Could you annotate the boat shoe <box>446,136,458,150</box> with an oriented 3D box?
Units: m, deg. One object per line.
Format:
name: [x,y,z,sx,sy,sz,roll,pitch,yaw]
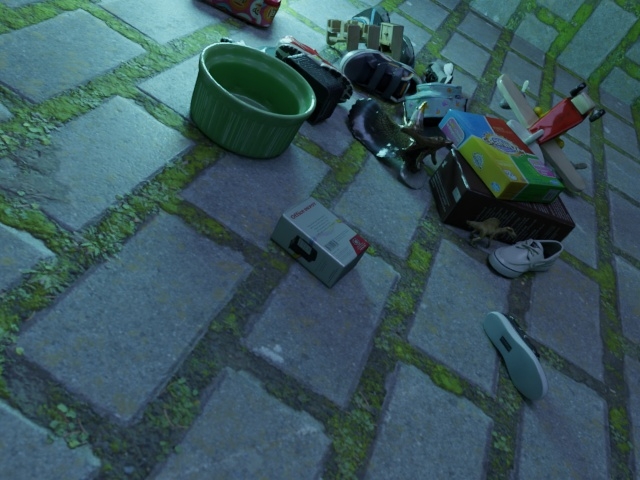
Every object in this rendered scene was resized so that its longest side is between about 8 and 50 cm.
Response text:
boat shoe: [0.561,-0.295,2.094,0.319,0.116,0.099,20,-5,-5]

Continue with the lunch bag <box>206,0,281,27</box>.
lunch bag: [-0.273,-0.854,2.100,0.293,0.120,0.258,22,34,-15]

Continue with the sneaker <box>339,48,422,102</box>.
sneaker: [0.221,-0.550,2.090,0.321,0.126,0.128,3,44,-33]

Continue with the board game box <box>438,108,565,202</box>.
board game box: [0.513,-0.241,1.772,0.242,0.064,0.317,1,46,-35]

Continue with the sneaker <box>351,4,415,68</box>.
sneaker: [0.239,-0.752,2.370,0.139,0.125,0.341,-22,61,-16]

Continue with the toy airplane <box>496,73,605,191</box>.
toy airplane: [0.796,-0.386,2.246,0.384,0.272,0.386,12,77,-9]

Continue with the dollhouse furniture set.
dollhouse furniture set: [0.154,-0.675,2.168,0.241,0.161,0.212,-5,25,-19]

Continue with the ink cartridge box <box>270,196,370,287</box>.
ink cartridge box: [0.000,0.000,1.349,0.175,0.072,0.127,40,38,11]

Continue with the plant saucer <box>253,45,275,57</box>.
plant saucer: [-0.130,-0.550,1.914,0.194,0.037,0.195,19,39,-16]

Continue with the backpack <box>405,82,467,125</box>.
backpack: [0.372,-0.445,2.043,0.188,0.145,0.165,-13,15,-32]

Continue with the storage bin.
storage bin: [-0.038,-0.435,1.776,0.180,0.122,0.084,42,38,13]

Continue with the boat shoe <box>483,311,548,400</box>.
boat shoe: [0.449,0.253,1.387,0.076,0.080,0.229,5,37,-29]

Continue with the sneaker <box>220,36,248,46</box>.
sneaker: [-0.256,-0.589,1.871,0.098,0.038,0.069,28,34,-22]

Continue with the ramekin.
ramekin: [-0.177,-0.344,1.552,0.303,0.148,0.303,19,38,-16]

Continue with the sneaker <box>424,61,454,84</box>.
sneaker: [0.441,-0.601,2.344,0.107,0.100,0.272,15,34,1]

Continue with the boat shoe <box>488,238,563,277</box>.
boat shoe: [0.569,0.039,1.698,0.267,0.088,0.096,1,47,-35]

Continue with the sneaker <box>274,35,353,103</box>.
sneaker: [-0.010,-0.529,1.883,0.279,0.107,0.118,33,39,-22]

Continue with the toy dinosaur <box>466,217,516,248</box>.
toy dinosaur: [0.438,-0.028,1.677,0.183,0.093,0.053,11,41,-26]

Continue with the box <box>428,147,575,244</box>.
box: [0.520,-0.107,1.791,0.381,0.143,0.191,18,39,-21]

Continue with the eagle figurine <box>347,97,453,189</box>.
eagle figurine: [0.244,-0.311,1.823,0.298,0.225,0.226,33,-21,54]
